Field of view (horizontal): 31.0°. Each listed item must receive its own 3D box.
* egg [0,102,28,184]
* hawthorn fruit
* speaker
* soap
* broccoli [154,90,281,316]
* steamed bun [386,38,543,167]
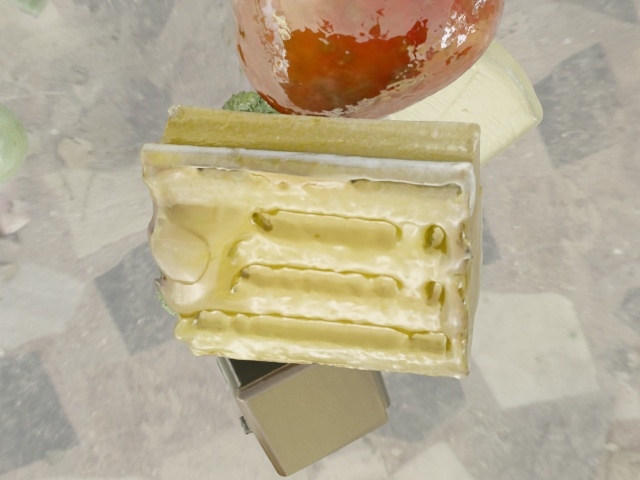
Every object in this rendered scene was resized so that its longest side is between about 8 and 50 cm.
[{"bbox_3d":[-0.546,-0.147,1.779,0.192,0.149,0.149,-7,95,-34],"label":"egg"},{"bbox_3d":[0.037,-0.252,1.096,0.284,0.284,0.284,0,94,-4],"label":"hawthorn fruit"},{"bbox_3d":[-0.032,0.160,1.462,0.192,0.231,0.153,-26,54,-5],"label":"speaker"},{"bbox_3d":[0.000,0.000,1.022,0.281,0.259,0.143,7,49,12],"label":"soap"},{"bbox_3d":[-0.090,-0.012,1.347,0.186,0.254,0.302,18,134,3],"label":"broccoli"},{"bbox_3d":[0.213,-0.240,1.809,0.250,0.155,0.200,35,120,-20],"label":"steamed bun"}]
